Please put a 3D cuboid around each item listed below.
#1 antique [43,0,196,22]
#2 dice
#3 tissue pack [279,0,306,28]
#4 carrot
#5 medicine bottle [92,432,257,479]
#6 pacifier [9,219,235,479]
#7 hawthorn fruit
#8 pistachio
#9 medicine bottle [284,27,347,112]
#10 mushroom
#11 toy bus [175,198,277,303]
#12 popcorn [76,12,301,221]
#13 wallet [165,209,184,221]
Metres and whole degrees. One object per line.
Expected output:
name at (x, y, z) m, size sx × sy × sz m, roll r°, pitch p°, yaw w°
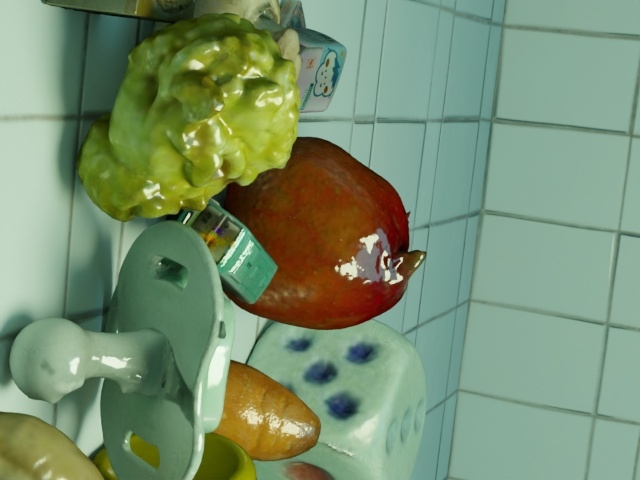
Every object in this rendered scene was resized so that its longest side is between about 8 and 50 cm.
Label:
antique at (-0.213, -0.328, 1.500) m, size 0.146 × 0.148 × 0.152 m, roll -11°, pitch 111°, yaw -67°
dice at (0.022, 0.293, 2.235) m, size 0.268 × 0.264 × 0.262 m, roll 74°, pitch 31°, yaw -47°
tissue pack at (-0.053, -0.333, 2.099) m, size 0.063 × 0.035 × 0.083 m, roll 77°, pitch 27°, yaw -45°
carrot at (-0.112, 0.255, 1.888) m, size 0.159 × 0.225 × 0.159 m, roll 20°, pitch 90°, yaw -89°
medicine bottle at (-0.198, 0.465, 1.767) m, size 0.224 × 0.224 × 0.384 m, roll -36°, pitch 133°, yaw -63°
pacifier at (-0.244, 0.138, 1.572) m, size 0.269 × 0.288 × 0.343 m, roll 8°, pitch 94°, yaw -36°
hawthorn fruit at (-0.012, 0.002, 1.986) m, size 0.295 × 0.311 × 0.295 m, roll -43°, pitch 170°, yaw -9°
pistachio at (-0.321, 0.286, 1.452) m, size 0.162 × 0.181 × 0.293 m, roll -36°, pitch 143°, yaw -9°
medicine bottle at (-0.055, -0.257, 2.001) m, size 0.188 × 0.094 × 0.119 m, roll -11°, pitch 126°, yaw -55°
mushroom at (-0.124, -0.256, 1.729) m, size 0.255 × 0.184 × 0.255 m, roll -44°, pitch 143°, yaw -47°
toy bus at (-0.129, 0.013, 1.756) m, size 0.091 × 0.109 × 0.262 m, roll -58°, pitch 167°, yaw -5°
popcorn at (-0.138, -0.137, 1.563) m, size 0.225 × 0.174 × 0.286 m, roll 10°, pitch 132°, yaw -42°
wallet at (-0.198, 0.048, 1.851) m, size 0.168 × 0.052 × 0.245 m, roll 73°, pitch 29°, yaw -57°
